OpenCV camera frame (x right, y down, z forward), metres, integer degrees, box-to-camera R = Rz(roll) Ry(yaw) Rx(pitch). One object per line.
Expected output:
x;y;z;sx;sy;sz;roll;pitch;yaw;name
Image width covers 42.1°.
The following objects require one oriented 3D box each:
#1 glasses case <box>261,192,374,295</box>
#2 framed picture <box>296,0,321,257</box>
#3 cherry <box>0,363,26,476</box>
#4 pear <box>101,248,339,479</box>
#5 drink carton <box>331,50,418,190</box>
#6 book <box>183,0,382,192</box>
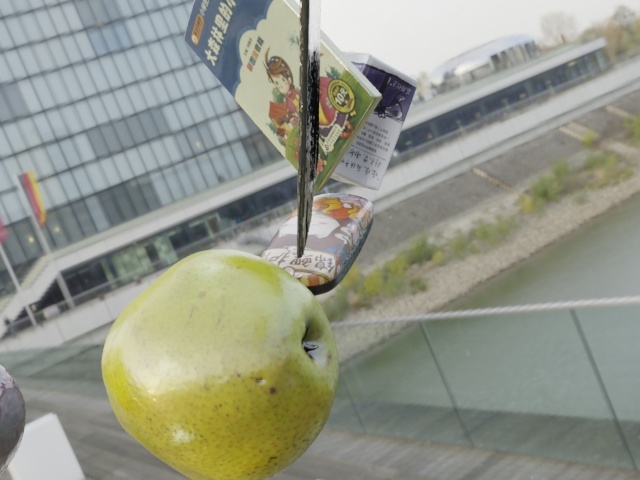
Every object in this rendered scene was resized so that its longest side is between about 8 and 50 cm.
0.000;0.000;1.335;0.122;0.082;0.321;7;26;15;glasses case
-0.008;-0.181;0.704;0.013;0.323;0.244;1;25;1;framed picture
-0.478;0.243;1.039;0.184;0.266;0.213;16;16;29;cherry
-0.114;0.155;1.025;0.294;0.294;0.294;-23;5;2;pear
0.069;-0.216;1.518;0.134;0.222;0.102;19;1;-40;drink carton
-0.068;-0.242;1.151;0.018;0.322;0.228;-34;-13;-35;book
